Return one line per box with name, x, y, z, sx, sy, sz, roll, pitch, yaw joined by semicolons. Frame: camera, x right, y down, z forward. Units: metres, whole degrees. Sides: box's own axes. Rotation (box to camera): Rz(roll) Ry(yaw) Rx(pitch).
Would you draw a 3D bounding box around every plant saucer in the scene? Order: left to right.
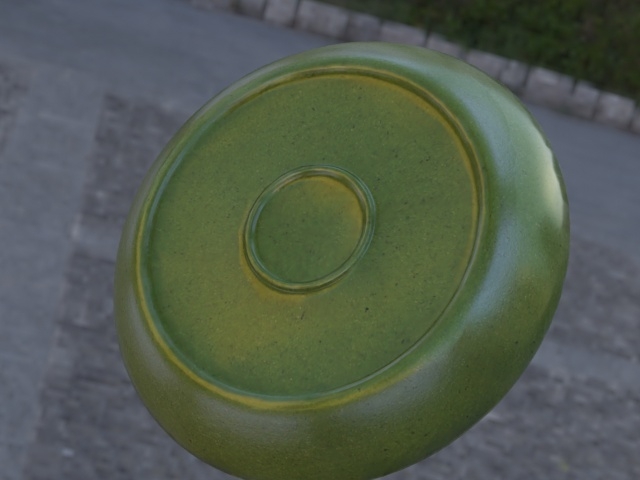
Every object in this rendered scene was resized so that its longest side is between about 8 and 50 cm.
plant saucer;0.000;0.000;0.845;0.241;0.241;0.037;24;-14;29
